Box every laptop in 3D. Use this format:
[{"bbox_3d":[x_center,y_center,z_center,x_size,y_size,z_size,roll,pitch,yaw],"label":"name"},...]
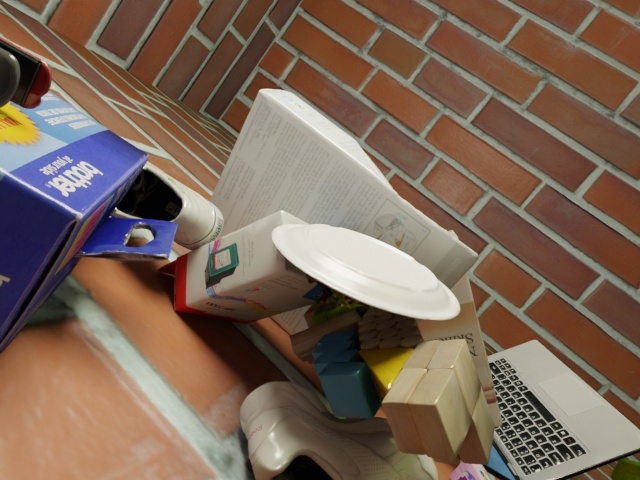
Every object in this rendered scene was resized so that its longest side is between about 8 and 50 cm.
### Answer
[{"bbox_3d":[0.377,0.298,0.925,0.382,0.408,0.236,-108,178,-72],"label":"laptop"}]

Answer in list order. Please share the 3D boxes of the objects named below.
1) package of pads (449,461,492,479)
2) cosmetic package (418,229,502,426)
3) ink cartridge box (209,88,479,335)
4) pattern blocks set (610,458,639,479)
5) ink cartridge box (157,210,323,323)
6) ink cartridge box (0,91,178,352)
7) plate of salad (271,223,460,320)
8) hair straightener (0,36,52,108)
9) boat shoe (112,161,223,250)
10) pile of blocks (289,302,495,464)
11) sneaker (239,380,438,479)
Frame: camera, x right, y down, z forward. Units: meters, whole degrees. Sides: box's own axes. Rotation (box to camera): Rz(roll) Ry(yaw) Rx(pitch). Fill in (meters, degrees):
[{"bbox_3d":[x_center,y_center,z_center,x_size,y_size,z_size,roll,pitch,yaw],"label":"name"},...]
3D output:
[{"bbox_3d":[0.224,0.357,0.596,0.032,0.050,0.083,28,13,-22],"label":"package of pads"},{"bbox_3d":[0.185,0.147,0.698,0.129,0.153,0.296,-38,112,-74],"label":"cosmetic package"},{"bbox_3d":[0.000,0.000,0.668,0.385,0.308,0.091,39,29,11],"label":"ink cartridge box"},{"bbox_3d":[0.663,0.512,0.737,0.026,0.324,0.285,-2,30,-27],"label":"pattern blocks set"},{"bbox_3d":[-0.095,0.052,0.559,0.134,0.231,0.078,26,50,-50],"label":"ink cartridge box"},{"bbox_3d":[-0.322,-0.073,0.352,0.395,0.151,0.270,36,10,-23],"label":"ink cartridge box"},{"bbox_3d":[0.042,0.033,0.427,0.200,0.048,0.200,20,16,-6],"label":"plate of salad"},{"bbox_3d":[-0.296,-0.159,0.252,0.230,0.047,0.089,35,11,-17],"label":"hair straightener"},{"bbox_3d":[-0.255,-0.067,0.571,0.268,0.096,0.088,29,-8,26],"label":"boat shoe"},{"bbox_3d":[0.056,0.139,0.447,0.362,0.149,0.112,-121,-170,-83],"label":"pile of blocks"},{"bbox_3d":[0.025,0.231,0.409,0.232,0.090,0.115,25,20,-18],"label":"sneaker"}]
